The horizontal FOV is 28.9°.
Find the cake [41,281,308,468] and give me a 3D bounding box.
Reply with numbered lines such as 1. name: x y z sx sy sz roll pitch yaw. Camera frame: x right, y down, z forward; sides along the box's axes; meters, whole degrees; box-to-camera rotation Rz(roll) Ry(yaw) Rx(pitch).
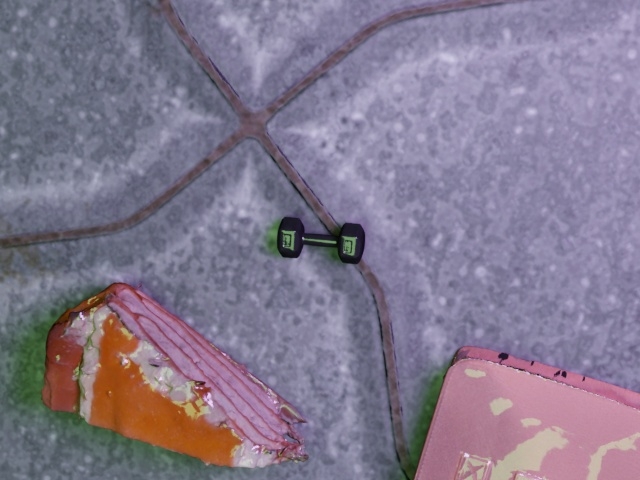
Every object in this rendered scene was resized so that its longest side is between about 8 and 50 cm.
1. cake: -0.136 0.135 1.196 0.287 0.098 0.135 20 103 7

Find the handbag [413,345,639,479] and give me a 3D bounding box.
1. handbag: 0.206 0.199 1.166 0.212 0.059 0.157 16 101 9

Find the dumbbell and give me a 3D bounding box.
1. dumbbell: 0.000 0.000 1.179 0.083 0.040 0.036 6 131 10
